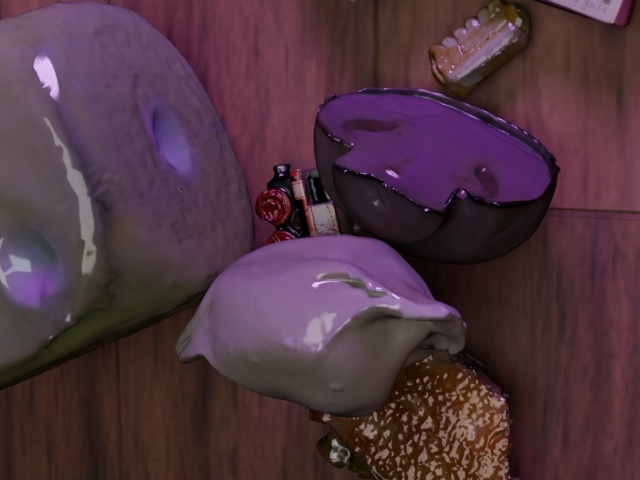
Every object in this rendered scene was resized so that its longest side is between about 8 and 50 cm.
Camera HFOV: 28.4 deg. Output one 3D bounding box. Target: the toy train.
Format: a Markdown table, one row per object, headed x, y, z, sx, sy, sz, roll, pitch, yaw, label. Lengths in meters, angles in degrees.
| x | y | z | sx | sy | sz | roll | pitch | yaw | label |
| --- | --- | --- | --- | --- | --- | --- | --- | --- | --- |
| 0.000 | 0.000 | 1.046 | 0.087 | 0.050 | 0.137 | -12 | 93 | 18 | toy train |

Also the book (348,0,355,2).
| x | y | z | sx | sy | sz | roll | pitch | yaw | label |
| --- | --- | --- | --- | --- | --- | --- | --- | --- | --- |
| 0.069 | -0.351 | 0.944 | 0.295 | 0.020 | 0.208 | -44 | 63 | 22 | book |

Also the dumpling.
| x | y | z | sx | sy | sz | roll | pitch | yaw | label |
| --- | --- | --- | --- | --- | --- | --- | --- | --- | --- |
| 0.006 | 0.064 | 0.934 | 0.250 | 0.162 | 0.132 | -12 | 74 | 43 | dumpling |

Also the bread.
| x | y | z | sx | sy | sz | roll | pitch | yaw | label |
| --- | --- | --- | --- | --- | --- | --- | --- | --- | --- |
| 0.125 | -0.150 | 0.980 | 0.088 | 0.034 | 0.049 | -40 | 68 | 18 | bread |

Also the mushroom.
| x | y | z | sx | sy | sz | roll | pitch | yaw | label |
| --- | --- | --- | --- | --- | --- | --- | --- | --- | --- |
| 0.085 | -0.040 | 0.963 | 0.188 | 0.141 | 0.117 | 23 | 142 | 26 | mushroom |

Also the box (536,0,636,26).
| x | y | z | sx | sy | sz | roll | pitch | yaw | label |
| --- | --- | --- | --- | --- | --- | --- | --- | --- | --- |
| 0.172 | -0.232 | 0.936 | 0.156 | 0.060 | 0.111 | 23 | 107 | 18 | box |

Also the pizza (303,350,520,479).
| x | y | z | sx | sy | sz | roll | pitch | yaw | label |
| --- | --- | --- | --- | --- | --- | --- | --- | --- | --- |
| 0.094 | 0.159 | 1.023 | 0.226 | 0.069 | 0.147 | 36 | 101 | 21 | pizza |

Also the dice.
| x | y | z | sx | sy | sz | roll | pitch | yaw | label |
| --- | --- | --- | --- | --- | --- | --- | --- | --- | --- |
| -0.219 | -0.032 | 1.017 | 0.250 | 0.254 | 0.251 | -26 | 87 | 20 | dice |
